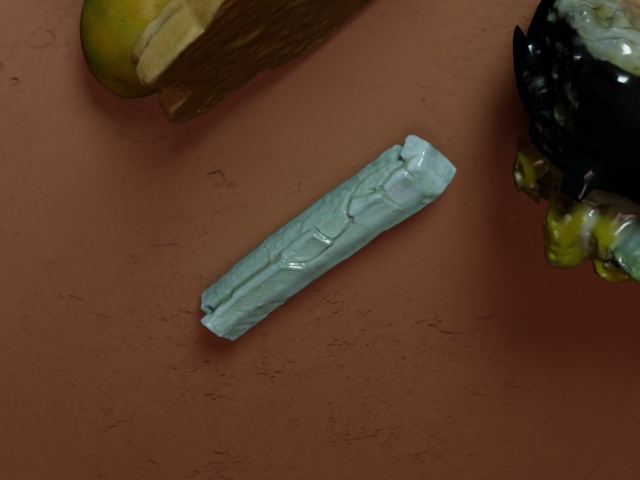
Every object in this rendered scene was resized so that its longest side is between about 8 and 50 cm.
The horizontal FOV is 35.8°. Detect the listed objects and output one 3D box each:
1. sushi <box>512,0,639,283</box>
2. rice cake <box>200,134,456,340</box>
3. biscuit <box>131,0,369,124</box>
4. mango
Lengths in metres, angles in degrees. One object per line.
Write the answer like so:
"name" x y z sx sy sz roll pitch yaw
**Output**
"sushi" 0.337 -0.078 0.874 0.328 0.328 0.285 -3 128 -11
"rice cake" 0.000 0.000 1.077 0.336 0.063 0.066 -38 134 24
"biscuit" -0.013 -0.212 0.782 0.376 0.269 0.051 -38 83 34
"mango" -0.156 -0.188 0.866 0.111 0.089 0.163 26 131 -33
